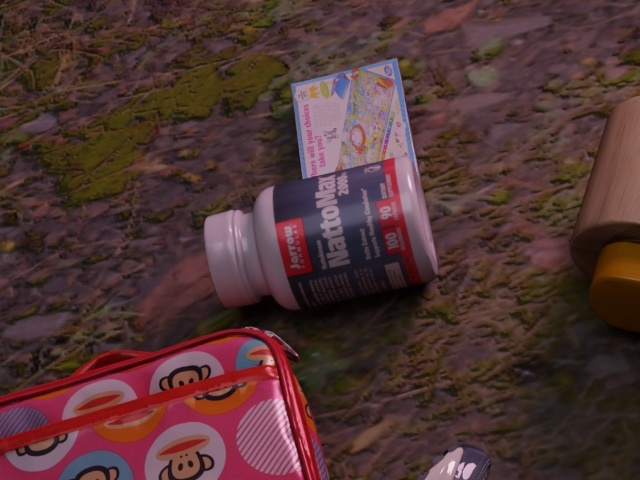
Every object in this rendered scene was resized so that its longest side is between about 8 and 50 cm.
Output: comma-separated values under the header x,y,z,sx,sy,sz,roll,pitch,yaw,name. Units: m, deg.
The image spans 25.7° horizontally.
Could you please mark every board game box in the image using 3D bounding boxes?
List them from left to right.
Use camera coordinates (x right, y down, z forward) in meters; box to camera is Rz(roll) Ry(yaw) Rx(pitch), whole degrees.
x,y,z,sx,sy,sz,roll,pitch,yaw,name
0.032,-0.089,1.269,0.103,0.026,0.154,-12,55,8,board game box

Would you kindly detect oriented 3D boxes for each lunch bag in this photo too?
x,y,z,sx,sy,sz,roll,pitch,yaw,name
-0.139,0.190,1.084,0.293,0.120,0.258,-17,50,3,lunch bag

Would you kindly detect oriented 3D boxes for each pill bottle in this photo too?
x,y,z,sx,sy,sz,roll,pitch,yaw,name
0.000,0.000,1.170,0.180,0.108,0.108,-13,55,8,pill bottle

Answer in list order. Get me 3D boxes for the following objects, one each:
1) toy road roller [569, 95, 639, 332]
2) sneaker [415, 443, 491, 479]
x,y,z,sx,sy,sz,roll,pitch,yaw,name
0.352,-0.051,1.021,0.329,0.240,0.202,9,60,21,toy road roller
0.091,0.283,0.975,0.122,0.110,0.283,14,68,10,sneaker
